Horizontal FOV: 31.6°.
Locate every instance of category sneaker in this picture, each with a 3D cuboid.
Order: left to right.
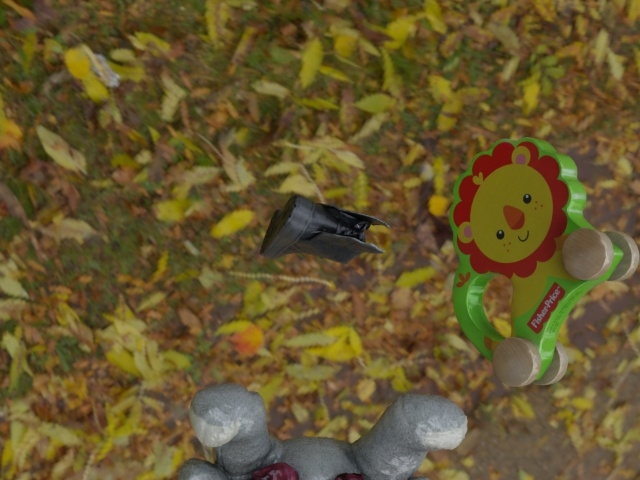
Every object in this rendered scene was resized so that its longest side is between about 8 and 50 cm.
[{"bbox_3d":[0.001,-0.002,1.066,0.089,0.170,0.051,21,74,-9],"label":"sneaker"}]

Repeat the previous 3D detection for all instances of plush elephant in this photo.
[{"bbox_3d":[-0.018,0.327,1.125,0.272,0.255,0.330,8,137,-13],"label":"plush elephant"}]

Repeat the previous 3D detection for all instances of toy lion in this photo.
[{"bbox_3d":[0.094,0.005,0.539,0.034,0.096,0.100,4,122,-46],"label":"toy lion"}]
